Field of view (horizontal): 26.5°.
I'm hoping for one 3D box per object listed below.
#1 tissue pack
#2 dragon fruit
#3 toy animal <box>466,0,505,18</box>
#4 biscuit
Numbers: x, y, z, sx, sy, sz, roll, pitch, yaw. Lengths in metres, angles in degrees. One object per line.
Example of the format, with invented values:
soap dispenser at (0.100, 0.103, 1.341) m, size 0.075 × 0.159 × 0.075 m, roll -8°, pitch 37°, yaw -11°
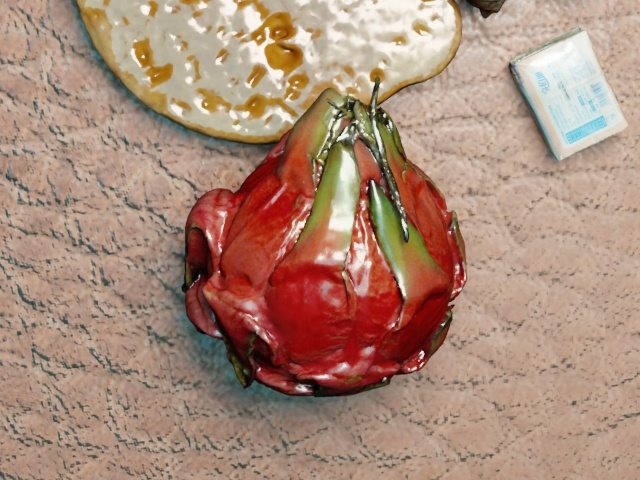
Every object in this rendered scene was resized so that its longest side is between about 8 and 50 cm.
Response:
tissue pack at (0.211, -0.124, 1.152) m, size 0.074 × 0.059 × 0.094 m, roll -25°, pitch 99°, yaw 5°
dragon fruit at (0.000, 0.000, 1.070) m, size 0.234 × 0.233 × 0.293 m, roll -7°, pitch 132°, yaw 0°
toy animal at (0.162, -0.271, 1.098) m, size 0.218 × 0.116 × 0.179 m, roll 30°, pitch 101°, yaw -35°
biscuit at (-0.059, -0.305, 1.109) m, size 0.350 × 0.078 × 0.455 m, roll -1°, pitch 101°, yaw -4°
